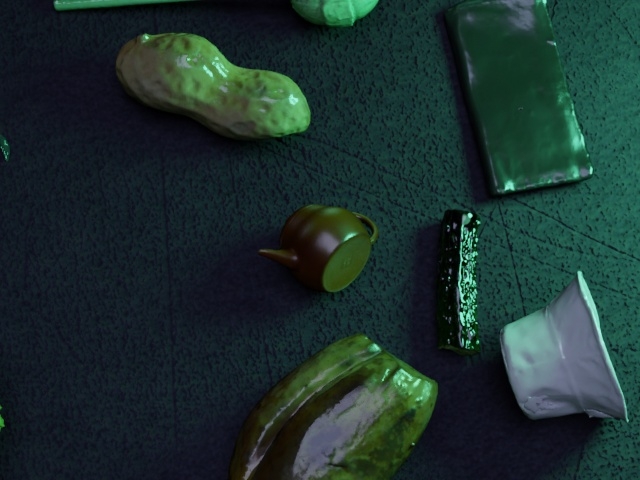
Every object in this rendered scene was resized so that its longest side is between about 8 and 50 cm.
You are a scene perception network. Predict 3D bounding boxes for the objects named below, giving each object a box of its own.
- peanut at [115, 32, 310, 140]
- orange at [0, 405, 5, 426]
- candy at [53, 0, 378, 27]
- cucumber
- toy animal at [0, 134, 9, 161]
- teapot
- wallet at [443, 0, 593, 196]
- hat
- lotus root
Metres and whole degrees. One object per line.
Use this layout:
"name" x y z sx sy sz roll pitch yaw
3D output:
"peanut" -0.138 -0.194 1.772 0.263 0.117 0.101 24 67 0
"orange" -0.513 0.200 1.573 0.301 0.223 0.300 0 84 -8
"candy" -0.136 -0.328 1.829 0.440 0.119 0.119 -5 74 2
"cucumber" 0.175 0.052 1.751 0.058 0.058 0.187 3 73 -3
"toy animal" -0.434 -0.136 1.774 0.084 0.050 0.028 35 107 -30
"teapot" 0.000 0.000 1.735 0.173 0.116 0.116 -24 75 -38
"wallet" 0.263 -0.200 1.847 0.146 0.030 0.285 -11 74 -4
"hat" 0.291 0.145 1.685 0.126 0.203 0.203 -16 75 10
"lotus root" 0.001 0.236 1.624 0.193 0.193 0.291 40 78 8
